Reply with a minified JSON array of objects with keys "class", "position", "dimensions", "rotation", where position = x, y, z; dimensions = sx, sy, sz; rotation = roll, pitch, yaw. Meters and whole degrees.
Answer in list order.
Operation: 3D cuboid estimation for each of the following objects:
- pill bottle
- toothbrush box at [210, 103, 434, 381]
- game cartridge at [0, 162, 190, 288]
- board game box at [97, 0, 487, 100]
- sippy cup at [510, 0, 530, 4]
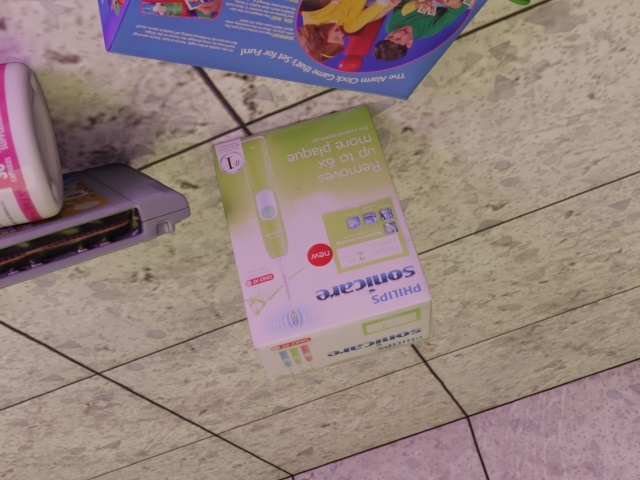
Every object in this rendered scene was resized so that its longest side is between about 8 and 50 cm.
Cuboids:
[{"class":"pill bottle","position":[-0.414,-0.075,0.916],"dimensions":[0.283,0.160,0.160],"rotation":[-12,151,-7]},{"class":"toothbrush box","position":[0.000,0.000,1.124],"dimensions":[0.206,0.283,0.122],"rotation":[-15,152,0]},{"class":"game cartridge","position":[-0.316,-0.016,1.020],"dimensions":[0.297,0.198,0.062],"rotation":[-20,118,-26]},{"class":"board game box","position":[-0.008,-0.257,0.878],"dimensions":[0.347,0.078,0.233],"rotation":[4,146,-31]},{"class":"sippy cup","position":[0.249,-0.339,0.731],"dimensions":[0.305,0.240,0.224],"rotation":[-13,168,32]}]
